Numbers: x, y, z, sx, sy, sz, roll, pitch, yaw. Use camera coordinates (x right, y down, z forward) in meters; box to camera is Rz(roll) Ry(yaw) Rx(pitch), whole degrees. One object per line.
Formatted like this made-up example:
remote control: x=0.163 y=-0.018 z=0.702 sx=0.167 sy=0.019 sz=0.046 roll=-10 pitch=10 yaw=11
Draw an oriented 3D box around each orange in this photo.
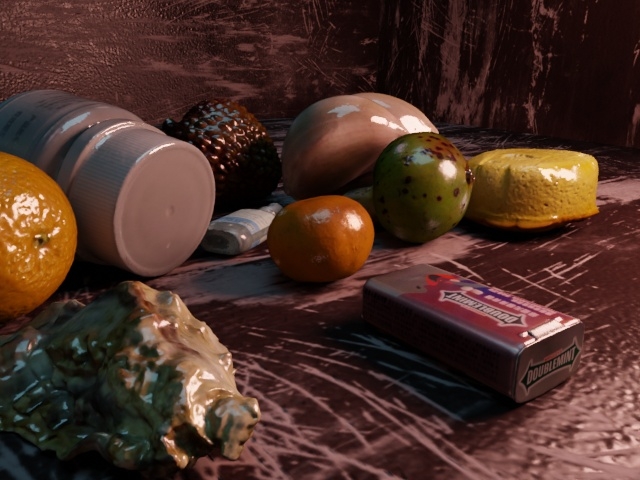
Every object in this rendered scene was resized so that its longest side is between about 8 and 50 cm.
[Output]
orange: x=-0.408 y=-0.003 z=0.665 sx=0.236 sy=0.236 sz=0.236 roll=1 pitch=18 yaw=0
orange: x=0.000 y=0.000 z=0.832 sx=0.156 sy=0.124 sz=0.156 roll=-15 pitch=11 yaw=3

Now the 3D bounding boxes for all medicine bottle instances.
medicine bottle: x=-0.340 y=-0.085 z=0.871 sx=0.306 sy=0.245 sz=0.245 roll=19 pitch=24 yaw=26
medicine bottle: x=-0.125 y=-0.025 z=1.005 sx=0.090 sy=0.053 sz=0.208 roll=7 pitch=17 yaw=21

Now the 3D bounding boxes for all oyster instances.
oyster: x=-0.195 y=0.102 z=0.537 sx=0.355 sy=0.107 sz=0.201 roll=10 pitch=24 yaw=26

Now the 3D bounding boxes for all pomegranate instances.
pomegranate: x=0.151 y=-0.087 z=1.027 sx=0.248 sy=0.202 sz=0.202 roll=-11 pitch=13 yaw=23

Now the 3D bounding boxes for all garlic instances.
garlic: x=0.092 y=-0.177 z=1.128 sx=0.340 sy=0.245 sz=0.231 roll=4 pitch=1 yaw=8

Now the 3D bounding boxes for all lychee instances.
lychee: x=-0.210 y=-0.179 z=1.218 sx=0.271 sy=0.235 sz=0.236 roll=23 pitch=17 yaw=-7

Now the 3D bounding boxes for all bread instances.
bread: x=0.398 y=-0.098 z=1.122 sx=0.270 sy=0.148 sz=0.270 roll=-2 pitch=16 yaw=1

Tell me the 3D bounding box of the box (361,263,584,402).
box: x=0.161 y=0.091 z=0.646 sx=0.120 sy=0.069 sz=0.224 roll=-13 pitch=23 yaw=-36
